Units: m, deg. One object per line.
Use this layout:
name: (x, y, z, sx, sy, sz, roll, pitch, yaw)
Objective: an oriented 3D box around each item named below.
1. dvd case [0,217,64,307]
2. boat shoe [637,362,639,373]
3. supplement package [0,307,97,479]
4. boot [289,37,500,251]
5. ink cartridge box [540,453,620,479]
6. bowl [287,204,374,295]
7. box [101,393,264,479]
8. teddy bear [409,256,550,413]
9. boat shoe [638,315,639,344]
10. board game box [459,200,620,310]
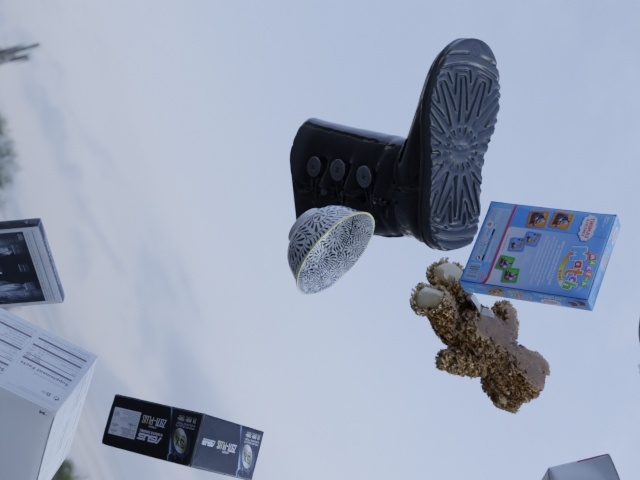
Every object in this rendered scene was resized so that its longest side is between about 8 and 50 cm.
dvd case: (-0.585, 0.045, 2.002, 0.029, 0.239, 0.179, -92, 176, -51)
boat shoe: (0.555, 0.203, 1.766, 0.098, 0.096, 0.277, 47, 9, 2)
supplement package: (-0.506, 0.271, 1.858, 0.204, 0.145, 0.262, 26, -52, 2)
boot: (0.117, -0.184, 2.090, 0.445, 0.146, 0.367, 14, -85, 58)
ink cartridge box: (0.494, 0.504, 2.182, 0.176, 0.128, 0.127, 92, -17, -61)
bowl: (0.000, 0.000, 1.861, 0.080, 0.170, 0.170, 42, -31, 26)
box: (-0.202, 0.290, 1.683, 0.180, 0.147, 0.077, 6, -104, 35)
teddy bear: (0.306, 0.191, 2.288, 0.338, 0.245, 0.113, 37, -48, -19)
boat shoe: (0.620, 0.202, 2.000, 0.095, 0.112, 0.335, -30, 115, -66)
board game box: (0.343, 0.021, 1.791, 0.211, 0.160, 0.039, 8, -31, 33)
